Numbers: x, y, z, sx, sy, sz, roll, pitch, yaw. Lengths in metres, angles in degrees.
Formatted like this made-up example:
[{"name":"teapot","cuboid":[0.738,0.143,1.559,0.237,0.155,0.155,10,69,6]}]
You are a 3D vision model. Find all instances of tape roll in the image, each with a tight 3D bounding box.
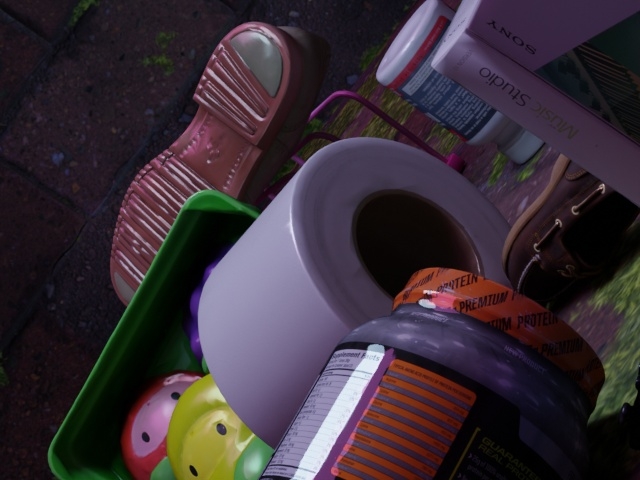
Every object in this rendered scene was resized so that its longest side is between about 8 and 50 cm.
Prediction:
[{"name":"tape roll","cuboid":[0.040,0.056,1.619,0.169,0.246,0.246,-48,11,42]}]

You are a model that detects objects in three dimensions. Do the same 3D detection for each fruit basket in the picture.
[{"name":"fruit basket","cuboid":[-0.094,0.165,1.931,0.392,0.283,0.392,-59,-3,-5]}]

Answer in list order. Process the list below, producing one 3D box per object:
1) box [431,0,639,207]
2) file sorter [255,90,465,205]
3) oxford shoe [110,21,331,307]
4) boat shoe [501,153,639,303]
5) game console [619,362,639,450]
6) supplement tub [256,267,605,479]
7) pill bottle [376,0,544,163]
[{"name":"box","cuboid":[0.237,-0.181,1.477,0.058,0.232,0.322,-48,12,49]},{"name":"file sorter","cuboid":[0.000,0.000,2.243,0.202,0.182,0.290,-41,16,57]},{"name":"oxford shoe","cuboid":[-0.105,-0.073,2.189,0.146,0.140,0.397,-10,-39,-57]},{"name":"boat shoe","cuboid":[0.203,-0.008,1.514,0.207,0.073,0.073,110,145,-50]},{"name":"game console","cuboid":[0.228,-0.027,1.176,0.361,0.044,0.213,-66,-25,-51]},{"name":"supplement tub","cuboid":[0.051,0.187,1.246,0.316,0.193,0.193,-58,9,-20]},{"name":"pill bottle","cuboid":[0.159,-0.162,1.991,0.108,0.180,0.108,-54,9,12]}]
